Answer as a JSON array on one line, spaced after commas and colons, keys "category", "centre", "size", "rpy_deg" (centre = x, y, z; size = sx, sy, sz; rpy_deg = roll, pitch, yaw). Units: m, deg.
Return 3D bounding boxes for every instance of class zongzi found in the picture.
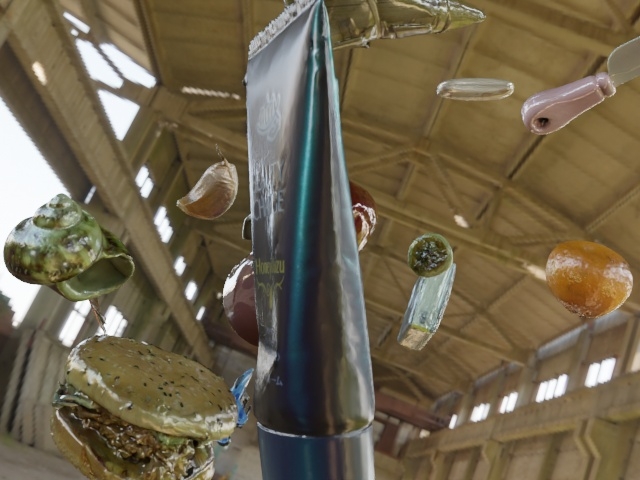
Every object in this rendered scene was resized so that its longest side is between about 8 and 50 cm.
[{"category": "zongzi", "centre": [0.121, -0.698, 1.751], "size": [0.466, 0.500, 0.218], "rpy_deg": [-14, 13, -13]}]

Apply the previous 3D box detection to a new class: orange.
[{"category": "orange", "centre": [0.424, 0.062, 1.229], "size": [0.135, 0.118, 0.135], "rpy_deg": [12, -10, 2]}]

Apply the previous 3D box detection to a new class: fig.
[{"category": "fig", "centre": [-0.003, -0.006, 1.254], "size": [0.175, 0.207, 0.175], "rpy_deg": [23, -6, 2]}]

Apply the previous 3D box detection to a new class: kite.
[{"category": "kite", "centre": [-0.456, 0.078, 1.548], "size": [0.014, 0.241, 0.183], "rpy_deg": [-14, -4, -8]}]

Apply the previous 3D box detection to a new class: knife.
[{"category": "knife", "centre": [0.450, -0.259, 1.145], "size": [0.335, 0.043, 0.081], "rpy_deg": [-29, -48, 29]}]

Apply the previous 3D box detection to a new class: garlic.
[{"category": "garlic", "centre": [-0.276, -0.143, 2.010], "size": [0.128, 0.198, 0.090], "rpy_deg": [26, 20, -38]}]

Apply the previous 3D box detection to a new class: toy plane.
[{"category": "toy plane", "centre": [-0.220, 0.410, 1.923], "size": [0.169, 0.246, 0.078], "rpy_deg": [-11, -67, 32]}]

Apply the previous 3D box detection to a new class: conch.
[{"category": "conch", "centre": [-0.367, 0.010, 1.137], "size": [0.187, 0.124, 0.181], "rpy_deg": [-7, -17, -29]}]

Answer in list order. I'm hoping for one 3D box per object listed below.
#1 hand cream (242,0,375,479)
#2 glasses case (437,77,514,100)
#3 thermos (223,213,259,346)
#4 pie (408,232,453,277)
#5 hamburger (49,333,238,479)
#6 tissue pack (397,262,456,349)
[{"category": "hand cream", "centre": [-0.010, 0.008, 0.430], "size": [0.061, 0.271, 0.120], "rpy_deg": [-3, -2, -21]}, {"category": "glasses case", "centre": [0.413, -0.402, 2.064], "size": [0.204, 0.051, 0.081], "rpy_deg": [0, -5, -2]}, {"category": "thermos", "centre": [-0.045, 0.049, 1.001], "size": [0.176, 0.146, 0.265], "rpy_deg": [53, -18, 2]}, {"category": "pie", "centre": [0.196, 0.027, 1.395], "size": [0.084, 0.084, 0.021], "rpy_deg": [20, 2, 12]}, {"category": "hamburger", "centre": [-0.306, 0.307, 1.334], "size": [0.317, 0.195, 0.277], "rpy_deg": [23, 3, -10]}, {"category": "tissue pack", "centre": [0.267, 0.165, 1.952], "size": [0.081, 0.185, 0.257], "rpy_deg": [20, -16, 5]}]
